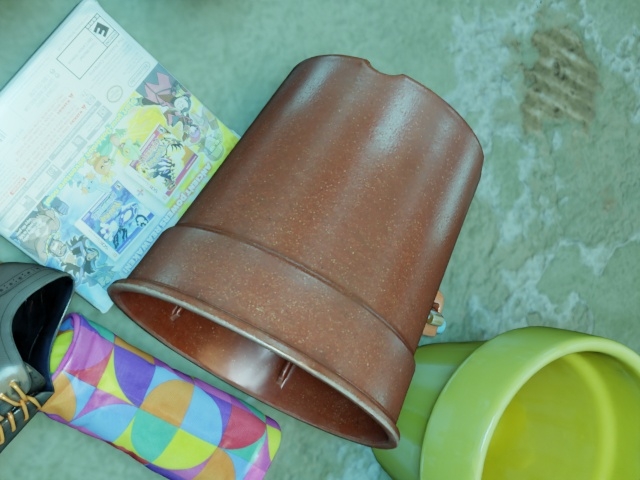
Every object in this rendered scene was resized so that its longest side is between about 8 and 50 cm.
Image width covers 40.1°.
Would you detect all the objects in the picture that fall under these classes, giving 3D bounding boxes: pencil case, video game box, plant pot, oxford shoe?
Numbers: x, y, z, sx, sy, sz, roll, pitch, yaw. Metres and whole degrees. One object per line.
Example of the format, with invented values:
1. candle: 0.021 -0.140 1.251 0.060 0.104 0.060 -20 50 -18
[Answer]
1. pencil case: -0.148 0.156 0.783 0.236 0.104 0.104 36 77 -26
2. video game box: -0.199 -0.073 0.765 0.187 0.048 0.205 43 74 -23
3. plant pot: 0.178 0.203 0.884 0.254 0.239 0.254 -2 95 -28
4. oxford shoe: -0.261 0.123 0.646 0.097 0.098 0.271 67 26 -50
5. plant pot: 0.000 0.000 0.771 0.272 0.272 0.265 38 69 -26

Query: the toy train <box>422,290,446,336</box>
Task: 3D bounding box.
1. toy train: 0.083 0.041 0.928 0.166 0.046 0.125 23 83 -28
